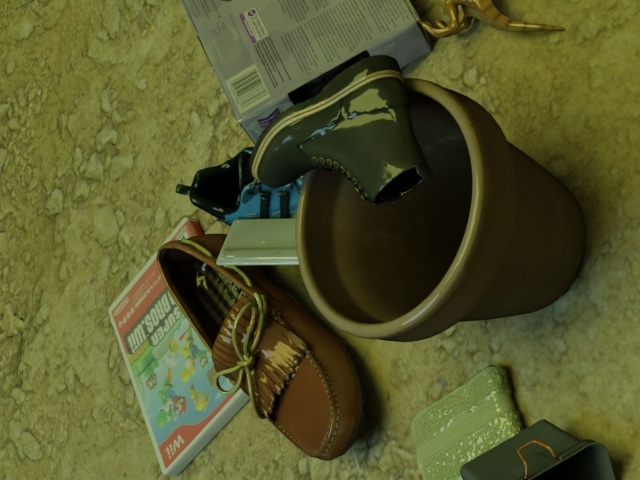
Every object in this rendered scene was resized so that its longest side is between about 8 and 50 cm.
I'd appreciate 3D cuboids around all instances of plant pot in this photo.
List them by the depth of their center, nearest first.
[{"bbox_3d":[0.140,-0.013,1.601,0.263,0.229,0.263,-16,68,45],"label":"plant pot"}]

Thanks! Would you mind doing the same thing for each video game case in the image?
[{"bbox_3d":[-0.185,0.138,2.083,0.204,0.025,0.285,-48,48,29],"label":"video game case"}]

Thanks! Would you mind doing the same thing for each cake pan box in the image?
[{"bbox_3d":[-0.022,-0.267,1.900,0.246,0.070,0.267,-31,53,6],"label":"cake pan box"}]

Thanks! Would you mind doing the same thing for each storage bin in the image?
[{"bbox_3d":[0.203,0.231,1.535,0.091,0.135,0.098,36,151,57],"label":"storage bin"}]

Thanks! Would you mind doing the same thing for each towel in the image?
[{"bbox_3d":[0.155,0.207,1.678,0.148,0.027,0.110,-39,54,35],"label":"towel"}]

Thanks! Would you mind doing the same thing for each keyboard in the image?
[{"bbox_3d":[0.000,0.000,1.832,0.256,0.014,0.072,-1,43,26],"label":"keyboard"}]

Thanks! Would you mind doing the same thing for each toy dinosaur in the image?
[{"bbox_3d":[0.171,-0.269,1.765,0.112,0.064,0.211,-49,48,26],"label":"toy dinosaur"}]

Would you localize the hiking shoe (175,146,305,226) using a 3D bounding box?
[{"bbox_3d":[-0.033,-0.068,1.885,0.304,0.132,0.113,-21,64,43],"label":"hiking shoe"}]

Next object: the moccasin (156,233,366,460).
[{"bbox_3d":[-0.077,0.117,1.864,0.380,0.147,0.139,54,125,37],"label":"moccasin"}]

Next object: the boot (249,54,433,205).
[{"bbox_3d":[0.016,-0.072,1.533,0.198,0.077,0.137,-40,57,37],"label":"boot"}]
